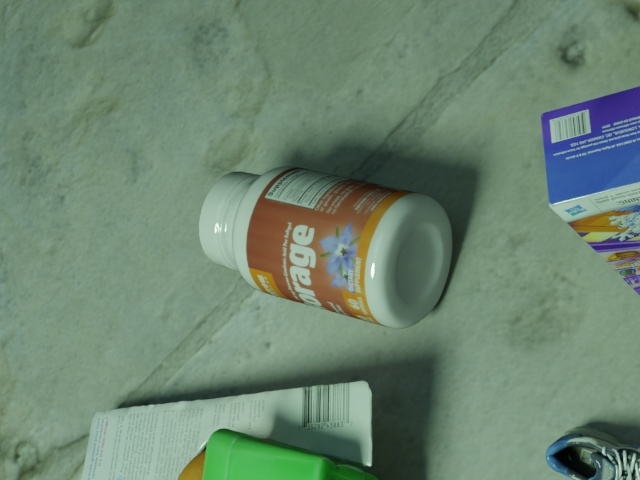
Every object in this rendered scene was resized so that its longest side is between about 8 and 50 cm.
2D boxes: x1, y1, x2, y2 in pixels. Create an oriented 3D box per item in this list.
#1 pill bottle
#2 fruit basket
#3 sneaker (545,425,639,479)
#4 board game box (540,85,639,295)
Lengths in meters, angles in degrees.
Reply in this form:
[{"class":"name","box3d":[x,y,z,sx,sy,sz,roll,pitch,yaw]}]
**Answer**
[{"class":"pill bottle","box3d":[0.000,0.000,1.393,0.216,0.121,0.121,13,77,36]},{"class":"fruit basket","box3d":[-0.097,0.295,1.336,0.353,0.165,0.327,-15,61,44]},{"class":"sneaker","box3d":[0.235,0.180,1.201,0.135,0.058,0.052,6,94,37]},{"class":"board game box","box3d":[0.366,-0.055,1.116,0.347,0.233,0.078,-15,62,27]}]
